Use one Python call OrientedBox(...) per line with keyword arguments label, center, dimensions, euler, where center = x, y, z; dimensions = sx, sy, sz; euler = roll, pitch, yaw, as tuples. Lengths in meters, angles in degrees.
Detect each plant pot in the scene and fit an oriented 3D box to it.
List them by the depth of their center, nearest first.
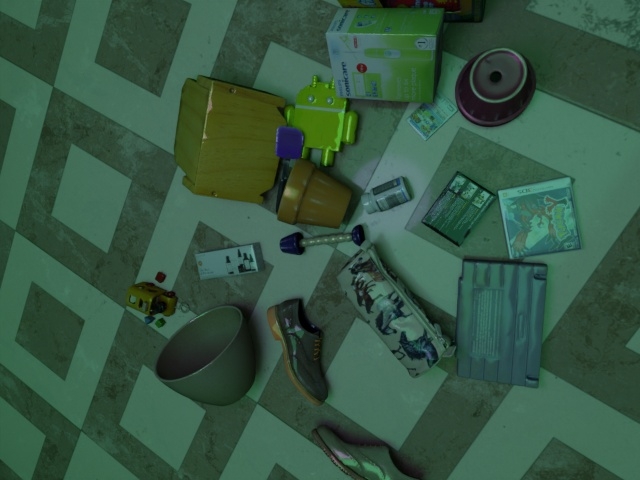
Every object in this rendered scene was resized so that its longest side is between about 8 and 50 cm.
OrientedBox(label="plant pot", center=(0.450, -0.403, 1.074), dimensions=(0.201, 0.180, 0.201), euler=(3, 98, 18))
OrientedBox(label="plant pot", center=(-0.010, -0.127, 1.279), dimensions=(0.188, 0.205, 0.205), euler=(20, 104, 0))

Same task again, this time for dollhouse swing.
OrientedBox(label="dollhouse swing", center=(-0.316, -0.348, 1.399), dimensions=(0.315, 0.305, 0.346), euler=(7, 111, -21))

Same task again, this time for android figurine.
OrientedBox(label="android figurine", center=(-0.002, -0.372, 1.307), dimensions=(0.248, 0.056, 0.272), euler=(14, 103, 18))

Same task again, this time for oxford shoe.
OrientedBox(label="oxford shoe", center=(0.152, 0.724, 1.381), dimensions=(0.397, 0.140, 0.146), euler=(32, 76, 18))
OrientedBox(label="oxford shoe", center=(-0.048, 0.367, 1.386), dimensions=(0.133, 0.130, 0.363), euler=(-27, 88, 15))

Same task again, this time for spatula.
OrientedBox(label="spatula", center=(-0.113, -0.215, 1.343), dimensions=(0.084, 0.030, 0.296), euler=(4, 122, -11))

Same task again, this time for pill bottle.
OrientedBox(label="pill bottle", center=(0.196, -0.132, 1.255), dimensions=(0.137, 0.078, 0.078), euler=(-21, 90, 21))

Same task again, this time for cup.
OrientedBox(label="cup", center=(-0.352, 0.420, 1.425), dimensions=(0.331, 0.331, 0.237), euler=(-19, 117, 21))

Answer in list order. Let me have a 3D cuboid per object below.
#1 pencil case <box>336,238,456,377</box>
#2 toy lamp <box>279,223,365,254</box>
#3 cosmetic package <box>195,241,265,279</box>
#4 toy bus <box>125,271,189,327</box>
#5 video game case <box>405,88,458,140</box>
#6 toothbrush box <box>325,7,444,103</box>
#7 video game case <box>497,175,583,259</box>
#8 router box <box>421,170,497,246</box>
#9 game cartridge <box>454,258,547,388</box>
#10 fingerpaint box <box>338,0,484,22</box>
OrientedBox(label="pencil case", center=(0.215, 0.198, 1.246), dimensions=(0.410, 0.160, 0.183), euler=(52, 129, 7))
OrientedBox(label="toy lamp", center=(0.000, 0.000, 1.342), dimensions=(0.275, 0.080, 0.080), euler=(-9, 94, 21))
OrientedBox(label="cosmetic package", center=(-0.321, 0.074, 1.476), dimensions=(0.239, 0.060, 0.098), euler=(-10, 93, 20))
OrientedBox(label="toy bus", center=(-0.638, 0.236, 1.586), dimensions=(0.202, 0.104, 0.190), euler=(-29, 87, 21))
OrientedBox(label="video game case", center=(0.322, -0.364, 1.214), dimensions=(0.122, 0.011, 0.087), euler=(-43, 83, 19))
OrientedBox(label="toothbrush box", center=(0.178, -0.498, 1.132), dimensions=(0.283, 0.206, 0.122), euler=(12, 61, 18))
OrientedBox(label="video game case", center=(0.601, -0.059, 1.150), dimensions=(0.184, 0.023, 0.201), euler=(-11, 94, 21))
OrientedBox(label="router box", center=(0.397, -0.090, 1.206), dimensions=(0.133, 0.046, 0.179), euler=(36, 108, 11))
OrientedBox(label="game cartridge", center=(0.512, 0.233, 1.204), dimensions=(0.230, 0.068, 0.354), euler=(4, 99, 23))
OrientedBox(label="fingerpaint box", center=(0.206, -0.662, 0.984), dimensions=(0.371, 0.445, 0.163), euler=(9, 101, 18))
